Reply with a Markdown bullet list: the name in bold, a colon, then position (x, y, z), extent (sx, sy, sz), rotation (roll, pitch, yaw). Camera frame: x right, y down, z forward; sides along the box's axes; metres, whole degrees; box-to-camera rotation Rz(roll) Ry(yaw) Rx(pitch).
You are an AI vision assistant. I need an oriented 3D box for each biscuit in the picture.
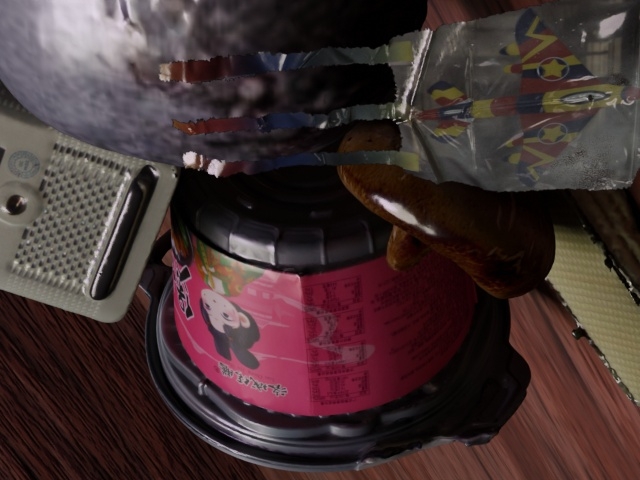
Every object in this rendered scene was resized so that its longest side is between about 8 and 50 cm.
- **biscuit**: position (0.169, 0.023, 1.101), extent (0.199, 0.040, 0.121), rotation (54, 164, -15)

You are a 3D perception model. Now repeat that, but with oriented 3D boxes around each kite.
- **kite**: position (0.047, -0.065, 0.914), extent (0.141, 0.245, 0.015), rotation (82, -173, -47)

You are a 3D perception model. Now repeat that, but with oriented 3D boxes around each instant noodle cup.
- **instant noodle cup**: position (0.000, 0.000, 1.253), extent (0.302, 0.258, 0.182), rotation (14, 138, 19)

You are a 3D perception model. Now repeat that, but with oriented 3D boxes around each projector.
- **projector**: position (-0.177, -0.084, 1.197), extent (0.177, 0.163, 0.242), rotation (20, -146, -10)

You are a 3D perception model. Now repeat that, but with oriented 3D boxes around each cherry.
- **cherry**: position (-0.069, -0.158, 0.998), extent (0.255, 0.218, 0.296), rotation (21, 138, 27)

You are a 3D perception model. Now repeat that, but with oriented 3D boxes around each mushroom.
- **mushroom**: position (0.069, -0.021, 1.048), extent (0.135, 0.080, 0.170), rotation (41, 172, -4)
